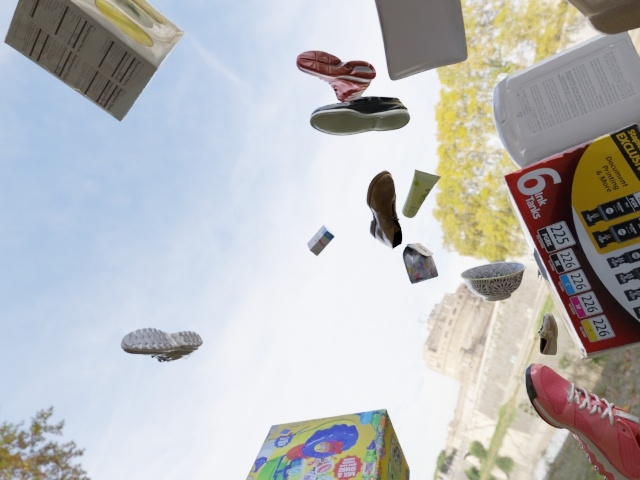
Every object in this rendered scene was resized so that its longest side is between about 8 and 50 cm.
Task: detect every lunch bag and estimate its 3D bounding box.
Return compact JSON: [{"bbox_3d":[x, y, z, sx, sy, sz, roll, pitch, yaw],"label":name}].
[{"bbox_3d":[0.209,0.044,0.856,0.071,0.053,0.083,0,-110,-57],"label":"lunch bag"}]

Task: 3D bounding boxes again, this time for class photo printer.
[{"bbox_3d":[0.577,-0.316,0.959,0.107,0.308,0.255,17,-121,-56],"label":"photo printer"}]

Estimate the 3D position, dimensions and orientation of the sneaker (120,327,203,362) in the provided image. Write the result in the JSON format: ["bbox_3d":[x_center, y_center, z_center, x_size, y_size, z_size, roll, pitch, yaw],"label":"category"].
[{"bbox_3d":[-0.538,0.373,1.381,0.281,0.105,0.115,19,-72,-46],"label":"sneaker"}]

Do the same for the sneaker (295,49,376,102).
[{"bbox_3d":[0.031,-0.436,1.123,0.128,0.222,0.086,124,150,-61],"label":"sneaker"}]

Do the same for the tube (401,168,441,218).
[{"bbox_3d":[0.353,-0.169,1.484,0.070,0.062,0.240,-19,-27,-17],"label":"tube"}]

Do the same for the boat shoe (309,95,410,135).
[{"bbox_3d":[0.127,-0.436,1.367,0.127,0.341,0.112,95,168,-67],"label":"boat shoe"}]

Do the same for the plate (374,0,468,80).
[{"bbox_3d":[0.252,-0.581,1.057,0.277,0.045,0.277,-23,-70,-21],"label":"plate"}]

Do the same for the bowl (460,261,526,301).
[{"bbox_3d":[0.481,0.119,1.125,0.170,0.170,0.080,-22,-81,-54],"label":"bowl"}]

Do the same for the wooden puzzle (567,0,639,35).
[{"bbox_3d":[0.349,-0.289,0.311,0.348,0.322,0.080,-4,-86,-44],"label":"wooden puzzle"}]

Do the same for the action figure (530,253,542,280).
[{"bbox_3d":[0.776,0.084,1.216,0.099,0.285,0.185,40,-108,-55],"label":"action figure"}]

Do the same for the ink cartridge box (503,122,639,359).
[{"bbox_3d":[0.482,-0.006,0.631,0.130,0.272,0.309,33,-141,-57],"label":"ink cartridge box"}]

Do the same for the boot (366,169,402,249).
[{"bbox_3d":[0.220,-0.091,1.306,0.112,0.115,0.305,-29,-40,-13],"label":"boot"}]

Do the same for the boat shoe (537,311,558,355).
[{"bbox_3d":[0.682,0.284,1.228,0.050,0.045,0.135,-86,-11,-82],"label":"boat shoe"}]

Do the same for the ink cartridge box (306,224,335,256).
[{"bbox_3d":[0.000,0.000,1.811,0.052,0.088,0.122,37,-81,-20],"label":"ink cartridge box"}]

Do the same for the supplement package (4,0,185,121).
[{"bbox_3d":[-0.497,-0.462,0.925,0.263,0.198,0.199,36,-139,-29],"label":"supplement package"}]

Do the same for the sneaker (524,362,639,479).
[{"bbox_3d":[0.580,0.367,0.858,0.116,0.314,0.136,-38,-10,-44],"label":"sneaker"}]

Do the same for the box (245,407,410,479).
[{"bbox_3d":[0.012,0.519,0.818,0.279,0.290,0.176,-54,-55,-68],"label":"box"}]
